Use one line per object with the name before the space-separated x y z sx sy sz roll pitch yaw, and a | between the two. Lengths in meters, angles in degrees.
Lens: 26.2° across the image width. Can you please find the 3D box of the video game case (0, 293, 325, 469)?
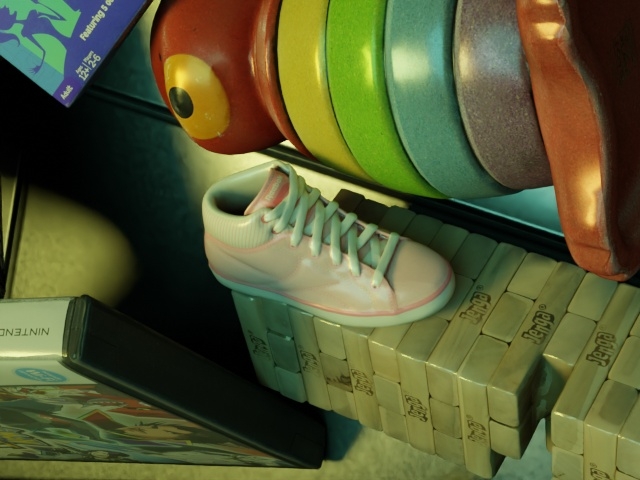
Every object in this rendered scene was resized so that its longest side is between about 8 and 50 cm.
video game case | -0.164 0.089 0.783 0.248 0.275 0.035 -3 69 24

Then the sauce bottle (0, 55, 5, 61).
sauce bottle | -0.164 -0.155 0.847 0.128 0.042 0.042 -26 90 28

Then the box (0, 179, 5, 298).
box | -0.317 -0.121 0.783 0.257 0.079 0.322 -2 80 -9

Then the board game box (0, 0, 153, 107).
board game box | -0.167 -0.194 0.707 0.210 0.047 0.160 38 124 -7

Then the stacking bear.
stacking bear | 0.034 -0.096 0.711 0.289 0.164 0.175 5 127 34

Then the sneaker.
sneaker | 0.000 0.000 0.690 0.134 0.051 0.070 10 141 19

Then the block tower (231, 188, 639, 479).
block tower | 0.121 0.074 0.708 0.335 0.097 0.091 19 144 25
